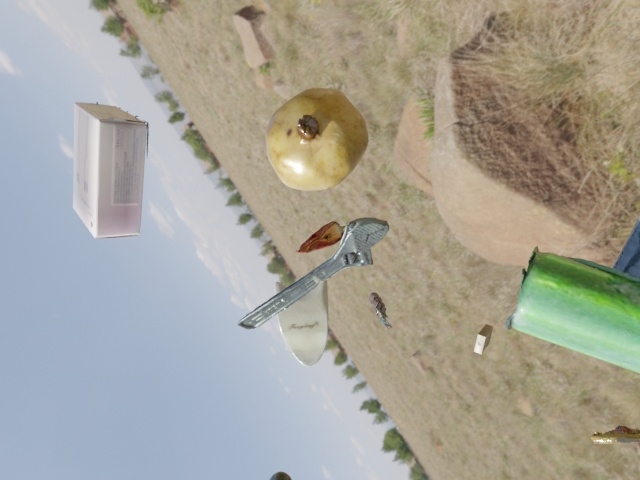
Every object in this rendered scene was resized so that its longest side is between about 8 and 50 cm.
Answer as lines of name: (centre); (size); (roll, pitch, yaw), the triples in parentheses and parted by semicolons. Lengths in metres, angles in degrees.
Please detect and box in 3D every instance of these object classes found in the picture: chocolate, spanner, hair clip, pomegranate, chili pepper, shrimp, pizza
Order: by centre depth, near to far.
chocolate: (0.360, 0.100, 0.475); (0.291, 0.110, 0.110); (21, 155, 30)
pizza: (0.465, 0.299, 0.701); (0.078, 0.083, 0.025); (29, -129, -56)
spanner: (-0.017, 0.066, 0.773); (0.093, 0.325, 0.026); (43, -161, -34)
chili pepper: (0.000, 0.000, 0.920); (0.178, 0.027, 0.045); (-32, -87, -53)
shrimp: (0.141, 0.165, 1.053); (0.038, 0.029, 0.093); (52, -165, -68)
pomegranate: (-0.016, -0.275, 1.258); (0.307, 0.307, 0.307); (55, 174, 9)
hair clip: (-0.053, 0.272, 1.486); (0.113, 0.172, 0.282); (-90, -5, -62)

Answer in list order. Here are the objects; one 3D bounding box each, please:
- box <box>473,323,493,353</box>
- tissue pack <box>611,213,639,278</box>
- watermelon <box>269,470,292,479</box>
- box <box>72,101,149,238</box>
box: (0.438, 0.263, 1.214); (0.024, 0.083, 0.053); (18, 111, 32)
tissue pack: (0.473, 0.059, 0.528); (0.227, 0.103, 0.316); (32, 152, 32)
watermelon: (-0.114, 0.717, 1.298); (0.078, 0.078, 0.111); (-140, 47, -68)
box: (-0.461, -0.156, 0.985); (0.203, 0.106, 0.252); (31, 118, 43)
